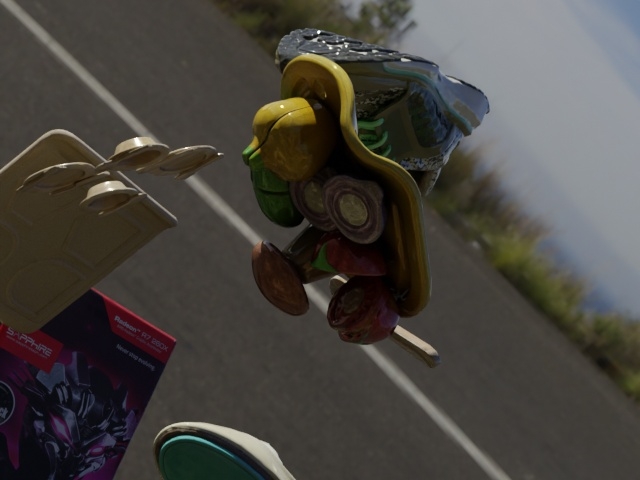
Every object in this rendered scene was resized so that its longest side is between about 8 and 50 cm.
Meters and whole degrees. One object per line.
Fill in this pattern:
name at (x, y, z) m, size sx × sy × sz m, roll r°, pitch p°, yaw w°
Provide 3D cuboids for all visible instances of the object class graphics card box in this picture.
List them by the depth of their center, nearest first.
graphics card box at (-0.355, 0.228, 1.581) m, size 0.233 × 0.371 × 0.094 m, roll 37°, pitch -23°, yaw -30°

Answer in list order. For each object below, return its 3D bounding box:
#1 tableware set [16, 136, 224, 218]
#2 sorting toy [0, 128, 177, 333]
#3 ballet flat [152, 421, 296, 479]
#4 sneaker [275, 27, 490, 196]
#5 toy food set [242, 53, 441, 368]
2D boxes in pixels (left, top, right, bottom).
tableware set at (-0.174, -0.058, 1.137) m, size 0.168 × 0.141 × 0.020 m, roll 11°, pitch 61°, yaw -67°
sorting toy at (-0.314, -0.027, 1.299) m, size 0.307 × 0.229 × 0.041 m, roll 44°, pitch 15°, yaw -53°
ballet flat at (-0.043, 0.217, 1.052) m, size 0.248 × 0.086 × 0.086 m, roll 50°, pitch 6°, yaw -22°
sneaker at (0.075, -0.138, 1.581) m, size 0.158 × 0.182 × 0.410 m, roll 19°, pitch 4°, yaw 34°
toy food set at (0.000, 0.000, 0.750) m, size 0.128 × 0.071 × 0.218 m, roll 40°, pitch -27°, yaw 42°
